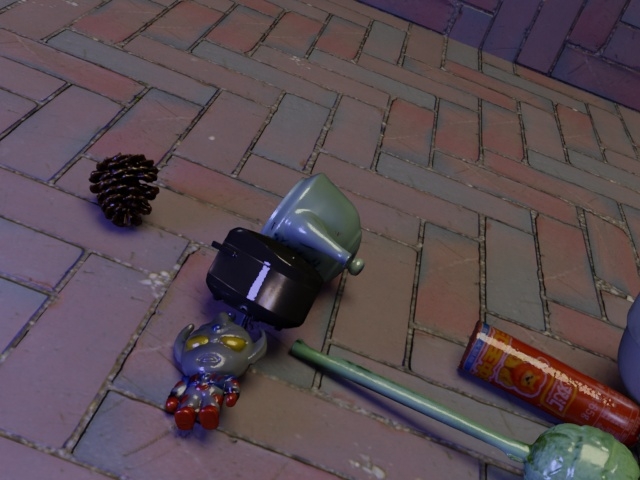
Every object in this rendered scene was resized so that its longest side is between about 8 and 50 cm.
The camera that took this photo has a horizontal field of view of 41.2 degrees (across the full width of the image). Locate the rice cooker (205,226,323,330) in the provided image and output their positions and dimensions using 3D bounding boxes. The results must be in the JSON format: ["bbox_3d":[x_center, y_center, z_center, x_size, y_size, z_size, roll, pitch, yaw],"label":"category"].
[{"bbox_3d":[-0.073,0.047,1.067,0.165,0.107,0.112,15,-9,47],"label":"rice cooker"}]

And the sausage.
[{"bbox_3d":[0.321,0.202,1.146,0.274,0.074,0.074,28,30,8],"label":"sausage"}]

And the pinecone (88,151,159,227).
[{"bbox_3d":[-0.275,-0.072,1.184,0.102,0.102,0.109,14,41,-14],"label":"pinecone"}]

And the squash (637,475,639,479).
[{"bbox_3d":[0.460,0.313,0.979,0.340,0.094,0.094,29,22,-35],"label":"squash"}]

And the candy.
[{"bbox_3d":[0.160,0.215,1.015,0.439,0.119,0.119,22,29,15],"label":"candy"}]

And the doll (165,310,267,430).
[{"bbox_3d":[-0.122,0.140,0.968,0.104,0.062,0.195,-19,26,17],"label":"doll"}]

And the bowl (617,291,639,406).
[{"bbox_3d":[0.546,0.203,1.183,0.307,0.163,0.307,21,27,-11],"label":"bowl"}]

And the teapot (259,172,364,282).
[{"bbox_3d":[0.000,0.000,1.201,0.158,0.159,0.232,23,2,2],"label":"teapot"}]
